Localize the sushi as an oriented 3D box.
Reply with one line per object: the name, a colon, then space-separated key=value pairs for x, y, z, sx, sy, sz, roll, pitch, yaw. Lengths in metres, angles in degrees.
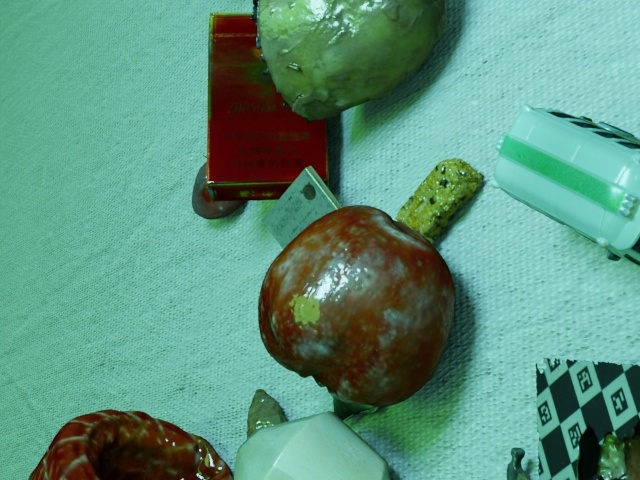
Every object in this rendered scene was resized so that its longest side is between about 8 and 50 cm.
sushi: x=0.342 y=0.263 z=1.376 sx=0.290 sy=0.050 sz=0.264 roll=166 pitch=104 yaw=-67

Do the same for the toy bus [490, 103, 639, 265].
toy bus: x=0.336 y=-0.060 z=1.412 sx=0.276 sy=0.165 sz=0.133 roll=36 pitch=109 yaw=53

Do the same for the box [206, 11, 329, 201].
box: x=-0.086 y=-0.224 z=2.010 sx=0.089 sy=0.197 sz=0.313 roll=83 pitch=-175 yaw=-71

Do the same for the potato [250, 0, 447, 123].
potato: x=0.075 y=-0.334 z=1.810 sx=0.237 sy=0.288 sz=0.301 roll=4 pitch=45 yaw=38

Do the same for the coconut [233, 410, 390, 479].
coconut: x=-0.019 y=0.349 z=1.696 sx=0.241 sy=0.241 sz=0.241 roll=-22 pitch=62 yaw=49

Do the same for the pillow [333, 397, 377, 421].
pillow: x=0.043 y=0.200 z=1.815 sx=0.091 sy=0.055 sz=0.135 roll=-14 pitch=67 yaw=17

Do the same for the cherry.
cherry: x=-0.186 y=-0.094 z=2.202 sx=0.126 sy=0.087 sz=0.106 roll=140 pitch=126 yaw=-64

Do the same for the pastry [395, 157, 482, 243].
pastry: x=0.168 y=-0.060 z=1.733 sx=0.140 sy=0.056 sz=0.080 roll=-55 pitch=52 yaw=24

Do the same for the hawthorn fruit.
hawthorn fruit: x=0.052 y=0.095 z=1.681 sx=0.284 sy=0.284 sz=0.284 roll=-22 pitch=62 yaw=49

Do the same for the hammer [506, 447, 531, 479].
hammer: x=0.272 y=0.322 z=1.459 sx=0.182 sy=0.017 sz=0.062 roll=-133 pitch=47 yaw=-59

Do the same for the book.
book: x=0.000 y=0.000 z=1.903 sx=0.198 sy=0.016 sz=0.138 roll=54 pitch=127 yaw=15

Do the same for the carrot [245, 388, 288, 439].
carrot: x=-0.070 y=0.330 z=1.915 sx=0.102 sy=0.102 sz=0.263 roll=-54 pitch=35 yaw=28

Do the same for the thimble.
thimble: x=-0.314 y=0.450 z=1.982 sx=0.230 sy=0.350 sz=0.350 roll=-60 pitch=39 yaw=22
